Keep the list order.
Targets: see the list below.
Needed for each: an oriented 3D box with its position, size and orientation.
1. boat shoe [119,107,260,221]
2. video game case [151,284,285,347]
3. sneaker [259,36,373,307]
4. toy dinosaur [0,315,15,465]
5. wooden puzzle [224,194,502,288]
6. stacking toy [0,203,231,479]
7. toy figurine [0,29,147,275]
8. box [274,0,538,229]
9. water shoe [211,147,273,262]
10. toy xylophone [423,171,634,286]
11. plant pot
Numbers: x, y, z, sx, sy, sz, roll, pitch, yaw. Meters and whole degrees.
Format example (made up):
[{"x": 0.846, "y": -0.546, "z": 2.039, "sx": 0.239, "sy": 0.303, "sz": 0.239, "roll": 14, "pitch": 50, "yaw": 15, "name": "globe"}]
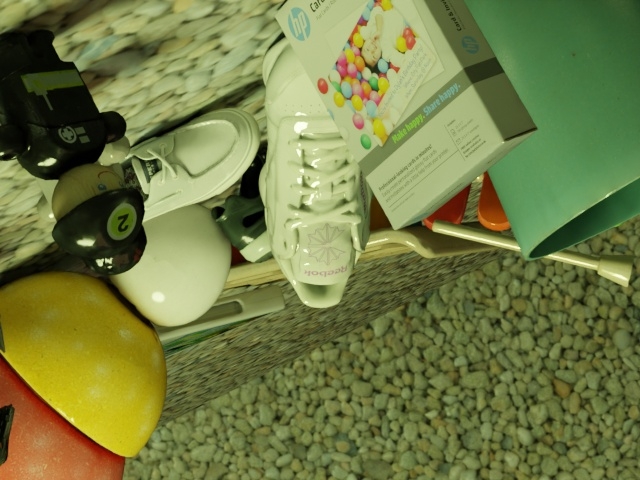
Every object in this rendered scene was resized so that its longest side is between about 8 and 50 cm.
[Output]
[{"x": -0.137, "y": -0.057, "z": 1.345, "sx": 0.184, "sy": 0.066, "sz": 0.063, "roll": -21, "pitch": 174, "yaw": 18, "name": "boat shoe"}, {"x": -0.252, "y": 0.135, "z": 1.929, "sx": 0.329, "sy": 0.036, "sz": 0.300, "roll": -24, "pitch": 172, "yaw": 39, "name": "video game case"}, {"x": 0.012, "y": -0.057, "z": 1.336, "sx": 0.114, "sy": 0.152, "sz": 0.305, "roll": -5, "pitch": 149, "yaw": -6, "name": "sneaker"}, {"x": -0.341, "y": 0.144, "z": 1.302, "sx": 0.164, "sy": 0.218, "sz": 0.322, "roll": -46, "pitch": -151, "yaw": 14, "name": "toy dinosaur"}, {"x": 0.000, "y": 0.000, "z": 1.818, "sx": 0.347, "sy": 0.081, "sz": 0.322, "roll": -9, "pitch": 178, "yaw": 21, "name": "wooden puzzle"}, {"x": -0.261, "y": 0.154, "z": 1.555, "sx": 0.480, "sy": 0.350, "sz": 0.350, "roll": -43, "pitch": 170, "yaw": 2, "name": "stacking toy"}, {"x": -0.216, "y": -0.015, "z": 1.050, "sx": 0.213, "sy": 0.148, "sz": 0.209, "roll": -27, "pitch": 171, "yaw": -7, "name": "toy figurine"}, {"x": 0.056, "y": -0.120, "z": 1.136, "sx": 0.038, "sy": 0.186, "sz": 0.145, "roll": -21, "pitch": 168, "yaw": -37, "name": "box"}, {"x": -0.028, "y": -0.066, "z": 1.571, "sx": 0.073, "sy": 0.080, "sz": 0.203, "roll": -33, "pitch": -165, "yaw": 47, "name": "water shoe"}, {"x": 0.217, "y": -0.068, "z": 1.531, "sx": 0.081, "sy": 0.322, "sz": 0.236, "roll": 82, "pitch": 29, "yaw": -60, "name": "toy xylophone"}, {"x": 0.242, "y": -0.155, "z": 1.331, "sx": 0.293, "sy": 0.235, "sz": 0.293, "roll": -27, "pitch": 170, "yaw": -5, "name": "plant pot"}]
